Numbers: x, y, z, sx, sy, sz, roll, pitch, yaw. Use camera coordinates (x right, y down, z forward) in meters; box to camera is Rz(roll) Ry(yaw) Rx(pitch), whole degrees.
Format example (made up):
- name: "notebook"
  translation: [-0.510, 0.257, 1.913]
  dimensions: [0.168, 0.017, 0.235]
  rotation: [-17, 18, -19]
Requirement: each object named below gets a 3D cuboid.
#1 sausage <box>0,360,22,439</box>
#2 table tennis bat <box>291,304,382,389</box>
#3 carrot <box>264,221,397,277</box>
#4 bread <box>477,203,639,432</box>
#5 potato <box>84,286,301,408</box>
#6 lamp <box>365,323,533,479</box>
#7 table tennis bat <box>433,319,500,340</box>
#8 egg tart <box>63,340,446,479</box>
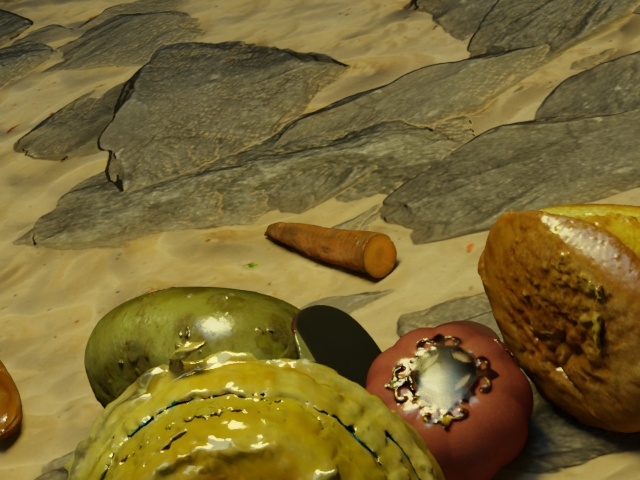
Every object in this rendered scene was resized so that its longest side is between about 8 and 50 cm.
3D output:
- name: "sausage"
  translation: [-0.404, 0.192, 1.949]
  dimensions: [0.062, 0.054, 0.183]
  rotation: [-54, 38, 5]
- name: "table tennis bat"
  translation: [0.009, 0.139, 1.666]
  dimensions: [0.021, 0.154, 0.274]
  rotation: [-36, -13, 23]
- name: "carrot"
  translation: [0.000, 0.000, 2.026]
  dimensions: [0.224, 0.057, 0.057]
  rotation: [14, 45, 46]
- name: "bread"
  translation: [0.285, 0.073, 1.607]
  dimensions: [0.146, 0.268, 0.268]
  rotation: [-26, 32, -31]
- name: "potato"
  translation: [-0.133, 0.139, 1.761]
  dimensions: [0.307, 0.210, 0.173]
  rotation: [-4, 77, 34]
- name: "lamp"
  translation: [0.130, 0.176, 1.631]
  dimensions: [0.182, 0.140, 0.182]
  rotation: [-6, 51, 7]
- name: "table tennis bat"
  translation: [0.169, 0.132, 1.777]
  dimensions: [0.095, 0.014, 0.158]
  rotation: [-33, 33, -22]
- name: "egg tart"
  translation: [-0.067, 0.276, 1.397]
  dimensions: [0.388, 0.388, 0.169]
  rotation: [-22, -9, -4]
